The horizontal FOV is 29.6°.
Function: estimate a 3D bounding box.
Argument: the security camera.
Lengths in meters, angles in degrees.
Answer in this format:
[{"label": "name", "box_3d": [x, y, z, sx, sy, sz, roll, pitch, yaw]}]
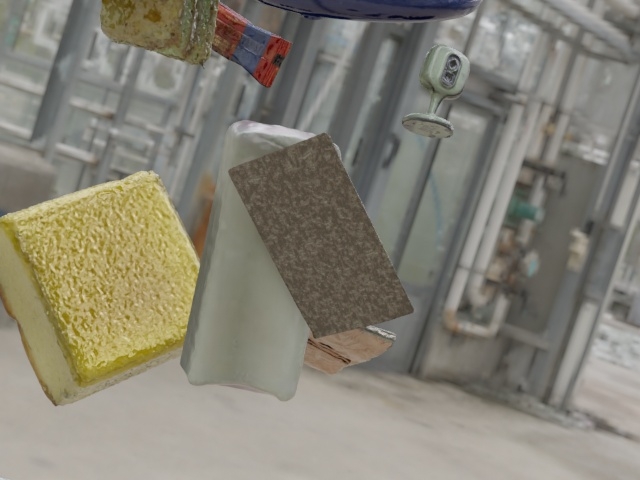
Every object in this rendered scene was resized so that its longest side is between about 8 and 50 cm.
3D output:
[{"label": "security camera", "box_3d": [0.121, -0.155, 1.233, 0.058, 0.092, 0.058, 14, -10, 3]}]

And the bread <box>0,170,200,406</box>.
[{"label": "bread", "box_3d": [-0.359, 0.073, 2.047, 0.333, 0.323, 0.143, -21, -5, -40]}]

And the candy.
[{"label": "candy", "box_3d": [-0.081, 0.023, 1.583, 0.145, 0.359, 0.208, 11, 2, -9]}]

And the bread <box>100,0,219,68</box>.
[{"label": "bread", "box_3d": [-0.182, -0.307, 1.390, 0.138, 0.196, 0.102, 21, 16, 34]}]

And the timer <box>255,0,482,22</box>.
[{"label": "timer", "box_3d": [0.056, -0.435, 1.257, 0.270, 0.383, 0.270, 4, 21, -2]}]

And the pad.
[{"label": "pad", "box_3d": [0.000, 0.000, 1.400, 0.158, 0.235, 0.003, -18, 15, 38]}]

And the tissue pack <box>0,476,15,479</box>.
[{"label": "tissue pack", "box_3d": [-0.566, 0.437, 1.686, 0.356, 0.194, 0.266, 7, 18, 30]}]

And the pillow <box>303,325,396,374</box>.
[{"label": "pillow", "box_3d": [0.016, 0.159, 1.876, 0.126, 0.043, 0.232, 30, -26, -14]}]

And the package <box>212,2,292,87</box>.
[{"label": "package", "box_3d": [-0.145, -0.326, 1.921, 0.200, 0.083, 0.022, 33, 21, 11]}]
